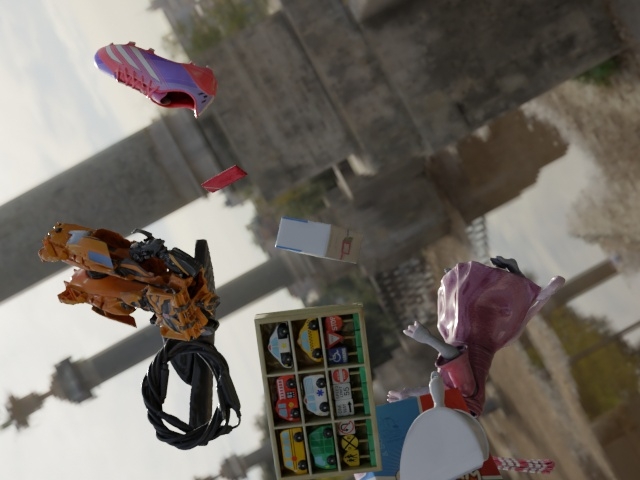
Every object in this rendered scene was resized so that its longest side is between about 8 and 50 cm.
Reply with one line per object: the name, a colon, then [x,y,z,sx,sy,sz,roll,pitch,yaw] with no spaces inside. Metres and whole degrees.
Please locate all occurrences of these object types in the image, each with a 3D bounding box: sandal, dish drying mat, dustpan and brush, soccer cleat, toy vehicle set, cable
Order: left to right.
soccer cleat: [-0.304,-0.289,1.994,0.083,0.248,0.095,84,-155,-60]
sandal: [-0.276,0.217,2.297,0.167,0.107,0.446,-89,2,-76]
cable: [-0.215,0.243,1.796,0.047,0.150,0.184,62,-176,-72]
dish drying mat: [-0.169,-0.107,1.956,0.032,0.083,0.008,37,-139,-38]
toy vehicle set: [-0.002,0.234,1.705,0.035,0.166,0.267,-96,-2,-78]
dustpan and brush: [0.175,0.273,1.636,0.060,0.147,0.211,35,-146,-41]

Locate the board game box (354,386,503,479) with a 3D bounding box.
board game box: [0.191,0.418,1.869,0.316,0.242,0.064,65,145,26]

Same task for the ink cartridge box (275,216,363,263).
ink cartridge box: [0.000,0.000,1.721,0.122,0.088,0.052,17,-96,-63]

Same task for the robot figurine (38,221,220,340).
robot figurine: [-0.290,0.071,1.734,0.291,0.085,0.211,15,140,25]

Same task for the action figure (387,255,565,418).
action figure: [0.282,0.226,2.104,0.248,0.275,0.370,97,-173,-67]

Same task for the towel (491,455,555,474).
towel: [0.369,0.444,2.242,0.144,0.197,0.029,53,-138,-79]
